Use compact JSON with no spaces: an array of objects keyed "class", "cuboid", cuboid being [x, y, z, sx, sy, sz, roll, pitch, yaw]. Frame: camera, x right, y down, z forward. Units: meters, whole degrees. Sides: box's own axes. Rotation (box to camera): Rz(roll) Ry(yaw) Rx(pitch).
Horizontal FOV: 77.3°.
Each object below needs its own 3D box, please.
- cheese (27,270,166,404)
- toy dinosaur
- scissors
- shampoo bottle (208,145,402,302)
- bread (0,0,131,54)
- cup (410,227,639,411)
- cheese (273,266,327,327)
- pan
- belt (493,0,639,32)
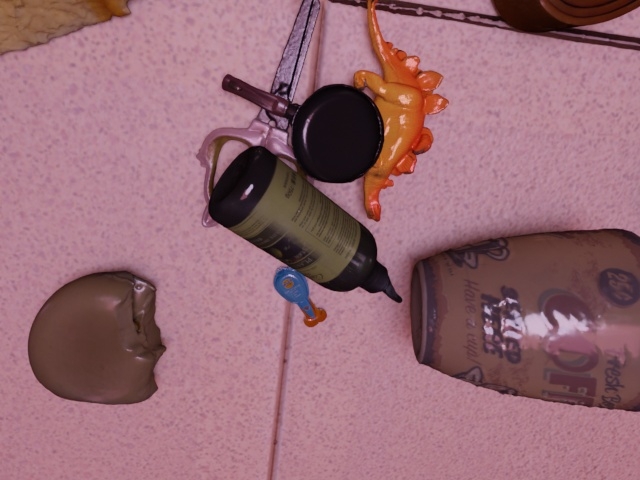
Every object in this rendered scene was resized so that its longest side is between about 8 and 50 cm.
[{"class":"cheese","cuboid":[-0.301,0.132,0.555,0.176,0.091,0.202,16,106,-11]},{"class":"toy dinosaur","cuboid":[0.096,-0.163,0.499,0.117,0.070,0.287,4,103,0]},{"class":"scissors","cuboid":[-0.062,-0.147,0.516,0.160,0.024,0.317,20,106,-8]},{"class":"shampoo bottle","cuboid":[0.000,0.000,0.515,0.284,0.101,0.101,35,103,-31]},{"class":"bread","cuboid":[-0.247,-0.438,0.354,0.347,0.242,0.403,-8,91,0]},{"class":"cup","cuboid":[0.257,0.118,0.555,0.258,0.227,0.300,2,138,9]},{"class":"cheese","cuboid":[-0.031,0.084,0.597,0.047,0.017,0.111,-30,108,9]},{"class":"pan","cuboid":[-0.023,-0.146,0.481,0.212,0.040,0.114,28,109,10]},{"class":"belt","cuboid":[0.317,-0.355,0.436,0.184,0.105,0.261,39,104,-17]}]
